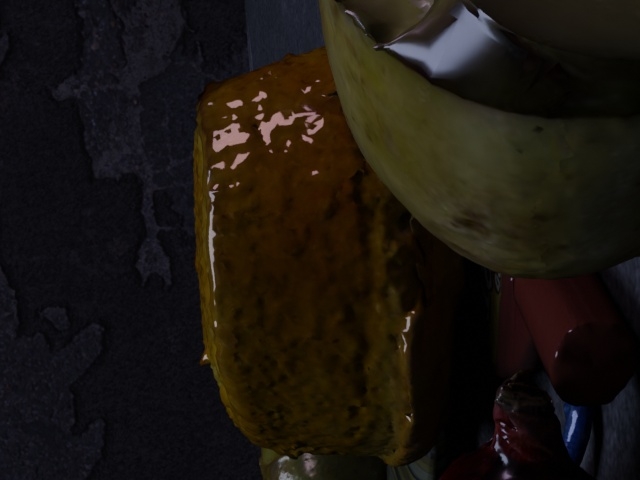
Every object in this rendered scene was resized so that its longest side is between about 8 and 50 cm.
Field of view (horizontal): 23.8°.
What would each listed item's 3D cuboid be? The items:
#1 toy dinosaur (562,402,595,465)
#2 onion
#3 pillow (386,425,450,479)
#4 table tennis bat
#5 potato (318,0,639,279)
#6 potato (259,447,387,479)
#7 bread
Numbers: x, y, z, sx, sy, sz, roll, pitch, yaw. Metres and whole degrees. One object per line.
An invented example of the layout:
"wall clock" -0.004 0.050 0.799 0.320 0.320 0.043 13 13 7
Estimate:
"toy dinosaur" 0.143 0.233 0.960 0.188 0.075 0.247 127 146 -61
"onion" 0.127 0.174 0.853 0.173 0.135 0.198 -127 49 -73
"pillow" 0.087 0.198 1.350 0.208 0.052 0.212 -102 12 -64
"table tennis bat" 0.130 -0.018 1.014 0.414 0.051 0.268 -104 12 -63
"potato" 0.101 -0.099 0.656 0.242 0.242 0.285 96 161 -47
"potato" 0.010 0.234 1.532 0.176 0.141 0.298 39 -139 -47
"bread" 0.000 0.001 1.174 0.358 0.204 0.337 162 109 -88
